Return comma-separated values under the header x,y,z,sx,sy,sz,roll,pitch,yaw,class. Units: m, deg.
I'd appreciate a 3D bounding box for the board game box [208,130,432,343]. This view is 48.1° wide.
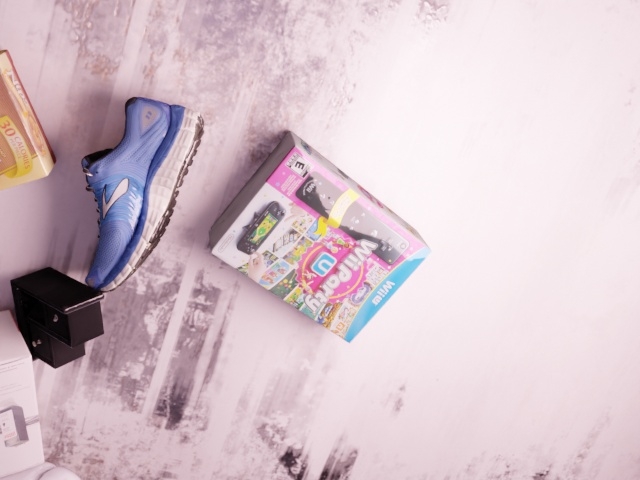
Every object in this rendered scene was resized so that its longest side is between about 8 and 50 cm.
x,y,z,sx,sy,sz,roll,pitch,yaw,class
0.000,0.000,1.210,0.303,0.097,0.224,35,102,-23,board game box

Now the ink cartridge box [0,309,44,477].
x,y,z,sx,sy,sz,roll,pitch,yaw,class
-0.519,0.247,1.162,0.092,0.158,0.217,-10,120,-31,ink cartridge box

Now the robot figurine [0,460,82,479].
x,y,z,sx,sy,sz,roll,pitch,yaw,class
-0.540,0.459,1.205,0.354,0.300,0.199,13,80,10,robot figurine

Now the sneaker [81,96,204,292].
x,y,z,sx,sy,sz,roll,pitch,yaw,class
-0.304,-0.072,1.122,0.147,0.130,0.330,24,103,-4,sneaker

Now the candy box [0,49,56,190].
x,y,z,sx,sy,sz,roll,pitch,yaw,class
-0.576,-0.141,1.043,0.317,0.087,0.183,-17,115,-2,candy box

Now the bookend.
x,y,z,sx,sy,sz,roll,pitch,yaw,class
-0.414,0.143,1.152,0.072,0.156,0.157,-25,124,-45,bookend
